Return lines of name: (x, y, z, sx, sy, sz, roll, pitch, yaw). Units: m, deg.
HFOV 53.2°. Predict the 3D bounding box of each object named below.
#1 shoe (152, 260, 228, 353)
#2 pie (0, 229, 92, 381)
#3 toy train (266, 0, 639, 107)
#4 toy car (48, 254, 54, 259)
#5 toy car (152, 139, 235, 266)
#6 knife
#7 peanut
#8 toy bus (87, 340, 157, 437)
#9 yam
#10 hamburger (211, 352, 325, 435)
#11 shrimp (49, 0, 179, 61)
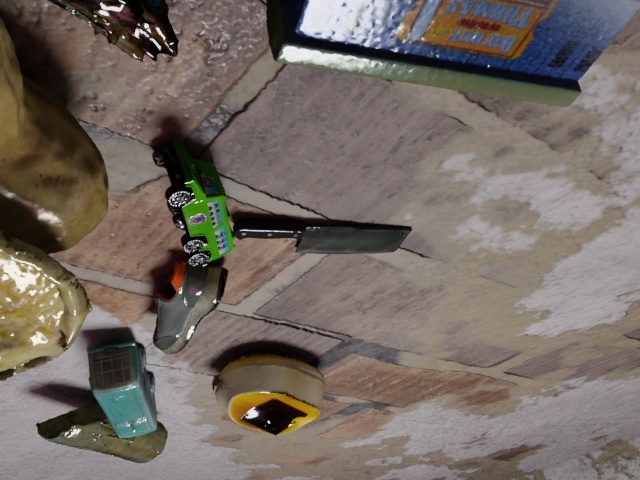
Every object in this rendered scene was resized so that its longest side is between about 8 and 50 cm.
shoe: (-0.203, 0.090, 0.896, 0.077, 0.074, 0.194, 24, 133, -24)
pie: (-0.333, 0.062, 0.530, 0.274, 0.055, 0.274, -11, 148, -7)
toy train: (0.111, -0.205, 0.462, 0.300, 0.131, 0.202, 4, 146, -19)
toy car: (-0.391, 0.039, 0.661, 0.193, 0.118, 0.301, -50, 147, -16)
toy car: (-0.137, -0.041, 0.709, 0.062, 0.071, 0.165, -19, 148, -12)
knife: (0.000, 0.000, 0.847, 0.245, 0.019, 0.072, 3, 146, -21)
peanut: (-0.298, -0.111, 0.473, 0.192, 0.169, 0.387, -7, 151, 15)
toy bus: (-0.328, 0.251, 1.073, 0.091, 0.109, 0.261, -9, 148, -11)
yam: (-0.406, 0.355, 1.207, 0.106, 0.106, 0.259, -19, 146, 16)
hamburger: (-0.091, 0.272, 1.159, 0.173, 0.116, 0.210, -37, 134, 24)
shrimp: (-0.196, -0.153, 0.394, 0.054, 0.222, 0.290, -25, 152, 29)
